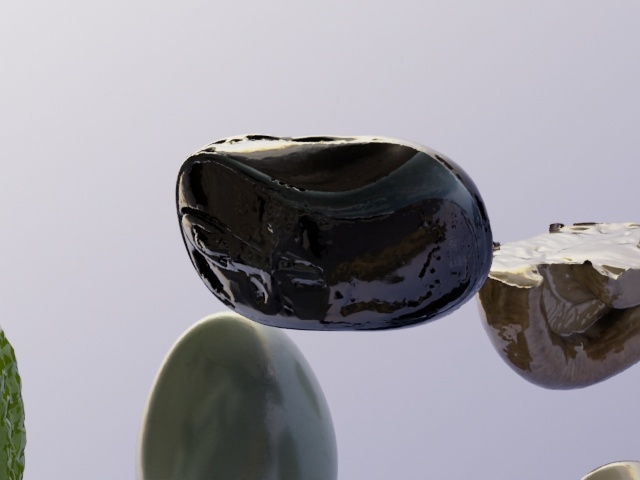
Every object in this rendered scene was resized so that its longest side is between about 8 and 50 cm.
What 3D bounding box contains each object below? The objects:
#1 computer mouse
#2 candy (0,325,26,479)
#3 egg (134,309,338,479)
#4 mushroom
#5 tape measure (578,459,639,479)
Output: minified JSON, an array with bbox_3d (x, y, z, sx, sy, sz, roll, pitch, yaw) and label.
[{"bbox_3d":[0.000,0.000,1.058,0.233,0.137,0.096,4,-153,22],"label":"computer mouse"},{"bbox_3d":[-0.198,0.132,0.810,0.096,0.096,0.210,37,-46,55],"label":"candy"},{"bbox_3d":[-0.075,0.188,1.389,0.183,0.182,0.264,35,-50,55],"label":"egg"},{"bbox_3d":[0.267,0.069,1.523,0.156,0.285,0.151,22,-62,55],"label":"mushroom"},{"bbox_3d":[0.258,0.311,1.217,0.130,0.265,0.258,-97,-152,-65],"label":"tape measure"}]
